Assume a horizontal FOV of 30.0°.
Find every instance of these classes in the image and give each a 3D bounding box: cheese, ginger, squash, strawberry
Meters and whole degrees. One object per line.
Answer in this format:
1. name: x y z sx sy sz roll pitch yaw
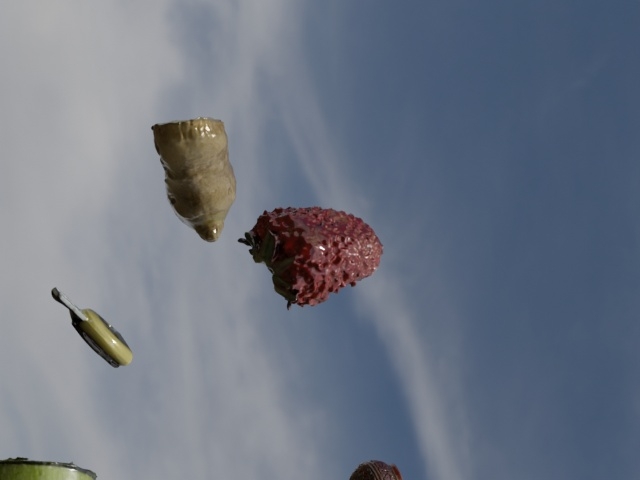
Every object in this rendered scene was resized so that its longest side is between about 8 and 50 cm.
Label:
1. cheese: -0.338 0.120 1.737 0.036 0.162 0.086 -41 -139 -1
2. ginger: -0.206 -0.114 1.981 0.354 0.126 0.189 83 -2 -63
3. squash: -0.468 0.418 1.881 0.220 0.220 0.133 142 -40 -58
4. strawberry: 0.000 -0.001 1.769 0.167 0.208 0.087 55 -28 8

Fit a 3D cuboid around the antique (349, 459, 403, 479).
1. antique: 0.097 0.450 2.170 0.104 0.104 0.104 7 -82 63
